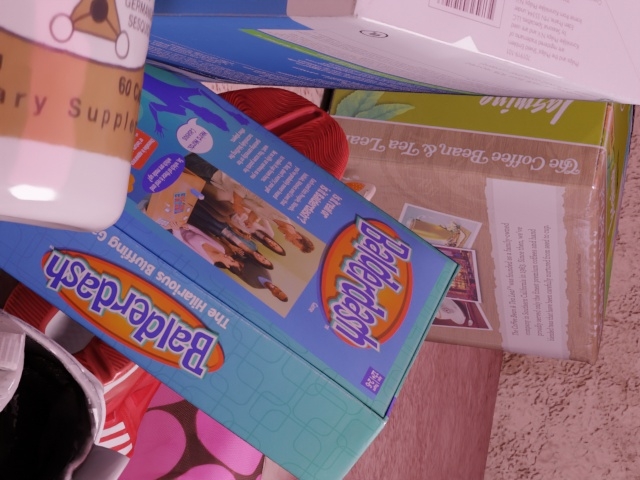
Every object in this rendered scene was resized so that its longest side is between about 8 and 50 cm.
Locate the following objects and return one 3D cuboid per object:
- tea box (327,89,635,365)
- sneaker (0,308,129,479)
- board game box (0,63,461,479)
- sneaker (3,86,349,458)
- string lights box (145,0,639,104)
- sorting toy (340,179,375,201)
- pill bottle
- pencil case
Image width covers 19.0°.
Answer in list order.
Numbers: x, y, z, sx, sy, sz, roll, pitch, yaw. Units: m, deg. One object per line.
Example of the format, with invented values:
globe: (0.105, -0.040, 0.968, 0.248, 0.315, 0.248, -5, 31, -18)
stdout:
tea box: (0.150, -0.113, 1.607, 0.329, 0.220, 0.323, 74, 27, -62)
sneaker: (-0.124, 0.090, 0.707, 0.281, 0.115, 0.105, 65, 34, -68)
board game box: (-0.052, -0.005, 0.782, 0.047, 0.210, 0.160, -55, 180, 25)
sneaker: (-0.079, 0.022, 0.908, 0.221, 0.087, 0.128, -40, 165, -36)
string lights box: (-0.015, -0.101, 0.693, 0.133, 0.260, 0.076, 11, 89, -40)
sorting toy: (0.000, 0.000, 1.419, 0.075, 0.045, 0.083, -51, 163, -40)
pill bottle: (-0.111, -0.123, 0.602, 0.131, 0.131, 0.229, 14, 83, -78)
pencil case: (-0.059, 0.098, 1.093, 0.098, 0.095, 0.209, 107, 3, -50)
